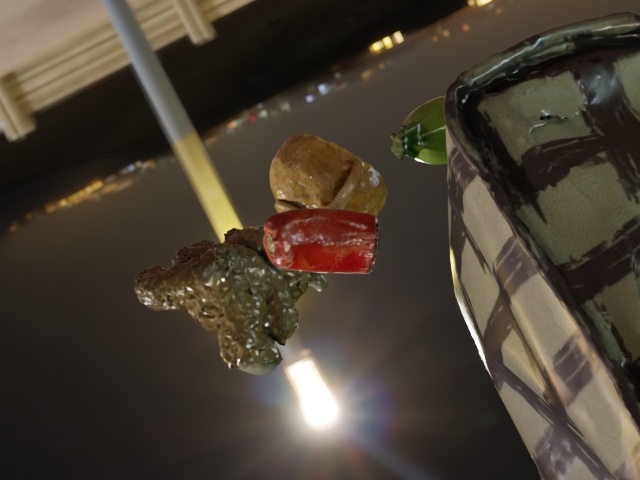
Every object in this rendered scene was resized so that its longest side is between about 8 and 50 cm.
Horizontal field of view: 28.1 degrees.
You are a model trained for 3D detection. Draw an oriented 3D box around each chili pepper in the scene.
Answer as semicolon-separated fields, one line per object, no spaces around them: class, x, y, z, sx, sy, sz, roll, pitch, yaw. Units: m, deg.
chili pepper;0.000;0.000;1.380;0.123;0.070;0.073;3;176;-6

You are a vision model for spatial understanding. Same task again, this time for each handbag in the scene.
handbag;0.194;0.090;0.744;0.163;0.327;0.325;-20;151;-1

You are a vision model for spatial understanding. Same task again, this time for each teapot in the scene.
teapot;0.000;-0.069;2.144;0.167;0.203;0.311;-60;-165;-10

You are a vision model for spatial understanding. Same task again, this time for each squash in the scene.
squash;0.245;-0.180;1.937;0.395;0.107;0.107;-18;179;-41

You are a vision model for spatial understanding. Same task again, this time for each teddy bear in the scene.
teddy bear;-0.115;0.060;1.941;0.256;0.267;0.156;-25;143;-59
